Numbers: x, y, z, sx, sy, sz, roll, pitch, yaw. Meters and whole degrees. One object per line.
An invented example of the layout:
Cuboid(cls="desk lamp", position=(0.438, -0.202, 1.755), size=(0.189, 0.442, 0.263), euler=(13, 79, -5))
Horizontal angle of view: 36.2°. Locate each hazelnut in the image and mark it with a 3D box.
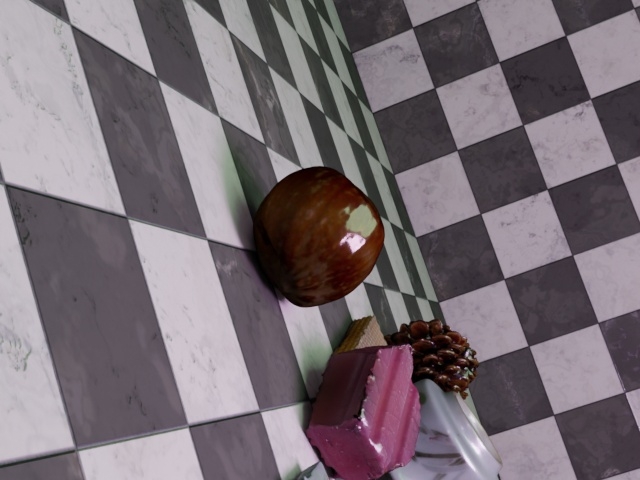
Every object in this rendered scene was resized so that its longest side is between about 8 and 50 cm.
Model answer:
Cuboid(cls="hazelnut", position=(0.000, 0.000, 1.589), size=(0.218, 0.218, 0.234), euler=(-96, 161, -50))

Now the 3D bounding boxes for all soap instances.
Cuboid(cls="soap", position=(0.084, 0.266, 1.604), size=(0.289, 0.112, 0.182), euler=(-65, 138, -54))

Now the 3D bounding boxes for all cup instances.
Cuboid(cls="cup", position=(0.233, 0.399, 1.866), size=(0.347, 0.163, 0.347), euler=(54, 8, -11))

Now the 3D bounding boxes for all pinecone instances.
Cuboid(cls="pinecone", position=(0.237, 0.286, 2.150), size=(0.221, 0.221, 0.221), euler=(-21, 90, -78))

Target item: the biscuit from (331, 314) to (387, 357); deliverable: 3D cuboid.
Cuboid(cls="biscuit", position=(0.077, 0.226, 1.898), size=(0.378, 0.054, 0.094), euler=(-37, 106, -77))

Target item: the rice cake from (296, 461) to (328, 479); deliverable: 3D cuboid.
Cuboid(cls="rice cake", position=(-0.014, 0.376, 1.291), size=(0.237, 0.043, 0.127), euler=(-28, 96, -78))
